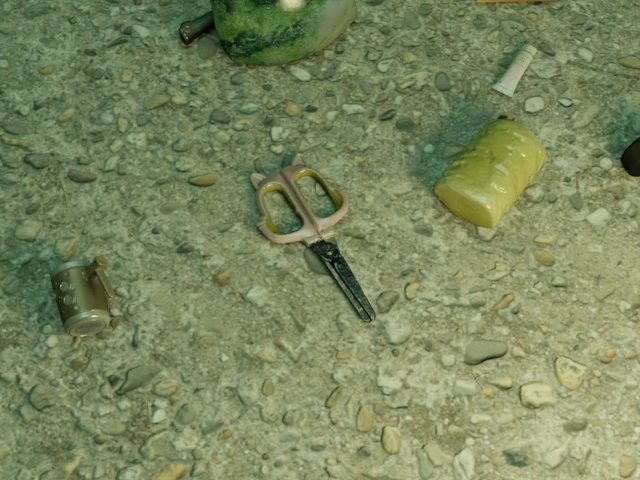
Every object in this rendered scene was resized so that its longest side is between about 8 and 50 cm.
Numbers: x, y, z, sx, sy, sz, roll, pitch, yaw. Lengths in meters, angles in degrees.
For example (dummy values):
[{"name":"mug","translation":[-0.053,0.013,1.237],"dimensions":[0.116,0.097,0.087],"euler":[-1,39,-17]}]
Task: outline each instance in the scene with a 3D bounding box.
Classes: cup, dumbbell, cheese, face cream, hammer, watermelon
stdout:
[{"name":"cup","translation":[-0.346,0.083,1.481],"dimensions":[0.102,0.074,0.099],"euler":[-24,67,9]},{"name":"dumbbell","translation":[0.574,-0.084,1.586],"dimensions":[0.100,0.100,0.191],"euler":[-24,66,-13]},{"name":"cheese","translation":[0.276,-0.111,1.591],"dimensions":[0.123,0.094,0.167],"euler":[37,68,13]},{"name":"face cream","translation":[0.343,-0.297,1.728],"dimensions":[0.038,0.020,0.115],"euler":[30,69,12]},{"name":"hammer","translation":[-0.133,-0.436,1.775],"dimensions":[0.288,0.033,0.111],"euler":[-34,69,-17]},{"name":"watermelon","translation":[-0.066,-0.422,1.682],"dimensions":[0.260,0.256,0.176],"euler":[16,34,1]}]

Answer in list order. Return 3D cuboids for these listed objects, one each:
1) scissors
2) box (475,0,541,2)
[{"name":"scissors","translation":[0.000,0.000,1.567],"dimensions":[0.160,0.024,0.317],"euler":[-24,67,-15]},{"name":"box","translation":[0.351,-0.553,1.830],"dimensions":[0.152,0.070,0.237],"euler":[-2,65,-4]}]
